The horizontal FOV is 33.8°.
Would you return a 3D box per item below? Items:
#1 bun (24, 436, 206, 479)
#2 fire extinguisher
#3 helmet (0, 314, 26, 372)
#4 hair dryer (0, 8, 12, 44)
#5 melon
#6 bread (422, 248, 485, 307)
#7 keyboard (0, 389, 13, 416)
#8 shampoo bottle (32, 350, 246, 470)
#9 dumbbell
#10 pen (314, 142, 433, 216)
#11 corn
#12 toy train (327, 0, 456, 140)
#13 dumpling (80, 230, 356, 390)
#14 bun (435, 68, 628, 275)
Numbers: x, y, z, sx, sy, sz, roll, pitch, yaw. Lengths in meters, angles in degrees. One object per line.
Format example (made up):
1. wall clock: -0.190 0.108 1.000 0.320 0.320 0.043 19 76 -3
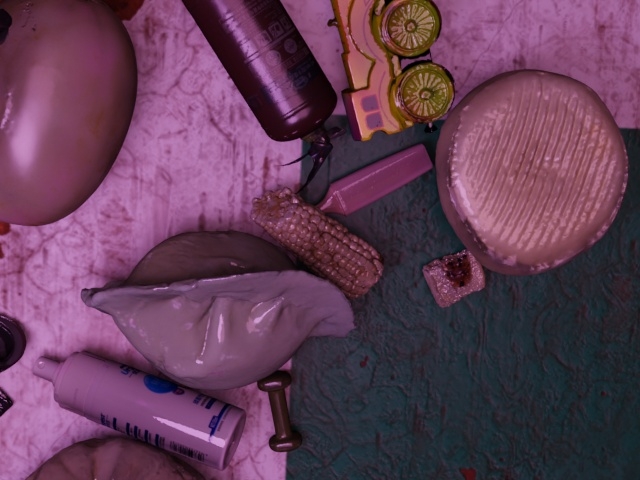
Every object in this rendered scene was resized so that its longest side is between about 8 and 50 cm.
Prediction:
1. bun: -0.296 0.442 1.422 0.360 0.211 0.359 2 72 -7
2. fire extinguisher: -0.076 -0.236 1.422 0.135 0.114 0.337 -37 103 -16
3. helmet: -0.478 0.152 1.454 0.123 0.098 0.070 5 143 -42
4. hair dryer: -0.425 -0.283 1.255 0.284 0.156 0.320 -9 74 28
5. melon: -0.354 -0.174 1.344 0.223 0.223 0.316 17 99 -10
6. bread: 0.199 0.055 1.554 0.083 0.035 0.070 -22 103 -6
7. keyboard: -0.541 0.177 1.482 0.072 0.023 0.231 -43 102 4
8. shampoo bottle: -0.258 0.225 1.466 0.303 0.092 0.092 20 97 10
9. dumbbell: -0.060 0.251 1.547 0.052 0.046 0.117 -11 101 0
10. pen: 0.067 -0.078 1.515 0.197 0.032 0.053 -26 104 -5
11. corn: 0.000 0.000 1.477 0.211 0.087 0.087 39 93 -24
12. toy train: 0.084 -0.283 1.446 0.161 0.100 0.296 -14 101 -3
13. dumpling: -0.144 0.077 1.435 0.321 0.211 0.270 -26 140 -15
14. bun: 0.288 -0.099 1.483 0.288 0.146 0.287 -1 96 -7
